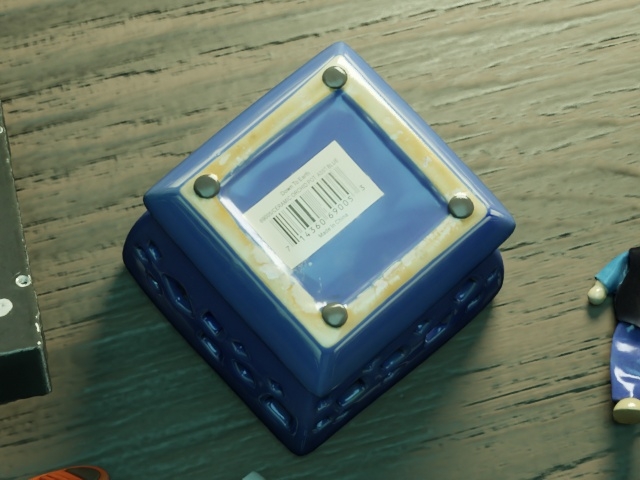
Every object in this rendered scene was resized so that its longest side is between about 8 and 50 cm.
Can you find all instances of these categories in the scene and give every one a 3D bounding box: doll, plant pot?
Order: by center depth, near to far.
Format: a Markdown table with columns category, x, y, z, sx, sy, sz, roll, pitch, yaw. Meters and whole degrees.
| category | x | y | z | sx | sy | sz | roll | pitch | yaw |
| --- | --- | --- | --- | --- | --- | --- | --- | --- | --- |
| plant pot | 0.000 | 0.000 | 1.249 | 0.236 | 0.212 | 0.236 | -40 | 80 | -14 |
| doll | 0.287 | 0.060 | 1.334 | 0.129 | 0.046 | 0.189 | 4 | 66 | 7 |

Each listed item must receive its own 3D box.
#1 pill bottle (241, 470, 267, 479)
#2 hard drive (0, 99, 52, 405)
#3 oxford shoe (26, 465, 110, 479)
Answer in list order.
| category | x | y | z | sx | sy | sz | roll | pitch | yaw |
| --- | --- | --- | --- | --- | --- | --- | --- | --- | --- |
| pill bottle | -0.008 | 0.267 | 1.219 | 0.186 | 0.112 | 0.112 | 41 | 75 | 9 |
| hard drive | -0.344 | 0.002 | 1.222 | 0.237 | 0.064 | 0.339 | -11 | 46 | -11 |
| oxford shoe | -0.257 | 0.275 | 1.209 | 0.271 | 0.097 | 0.098 | -39 | 116 | -24 |
